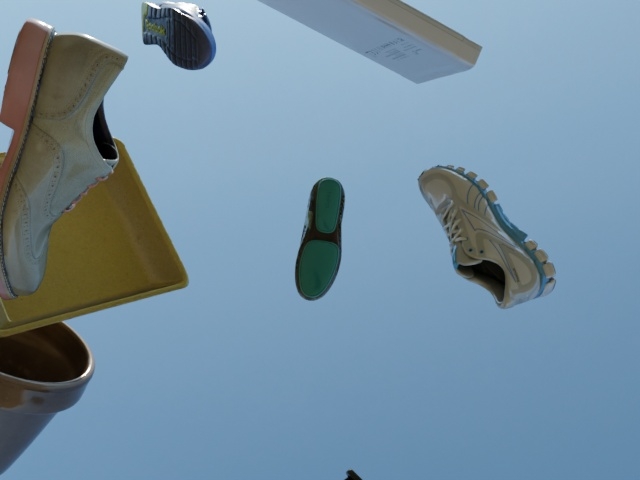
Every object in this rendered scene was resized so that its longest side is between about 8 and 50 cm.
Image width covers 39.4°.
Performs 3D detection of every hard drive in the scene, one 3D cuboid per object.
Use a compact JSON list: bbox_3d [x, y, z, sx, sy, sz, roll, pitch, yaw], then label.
[{"bbox_3d":[0.041,-0.302,1.194,0.308,0.203,0.040,25,-93,-16],"label":"hard drive"}]

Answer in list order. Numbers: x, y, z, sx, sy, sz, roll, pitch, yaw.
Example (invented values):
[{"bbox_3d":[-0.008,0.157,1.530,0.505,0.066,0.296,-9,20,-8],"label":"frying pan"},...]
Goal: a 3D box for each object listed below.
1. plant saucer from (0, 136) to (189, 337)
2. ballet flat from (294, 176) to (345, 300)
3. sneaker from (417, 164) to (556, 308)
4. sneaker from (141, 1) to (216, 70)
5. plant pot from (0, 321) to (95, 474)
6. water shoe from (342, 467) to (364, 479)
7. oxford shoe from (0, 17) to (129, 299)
[{"bbox_3d":[-0.435,-0.003,1.486,0.333,0.081,0.332,-14,-116,-33],"label":"plant saucer"},{"bbox_3d":[0.000,0.000,1.339,0.070,0.070,0.188,10,-100,19],"label":"ballet flat"},{"bbox_3d":[0.161,-0.005,0.953,0.083,0.071,0.190,-25,-118,-33],"label":"sneaker"},{"bbox_3d":[-0.127,-0.202,0.862,0.144,0.059,0.053,42,-49,50],"label":"sneaker"},{"bbox_3d":[-0.524,0.243,1.413,0.263,0.263,0.229,36,-75,23],"label":"plant pot"},{"bbox_3d":[0.029,0.272,0.828,0.073,0.203,0.080,-42,-91,0],"label":"water shoe"},{"bbox_3d":[-0.344,-0.080,1.163,0.147,0.396,0.140,11,-148,-13],"label":"oxford shoe"}]
